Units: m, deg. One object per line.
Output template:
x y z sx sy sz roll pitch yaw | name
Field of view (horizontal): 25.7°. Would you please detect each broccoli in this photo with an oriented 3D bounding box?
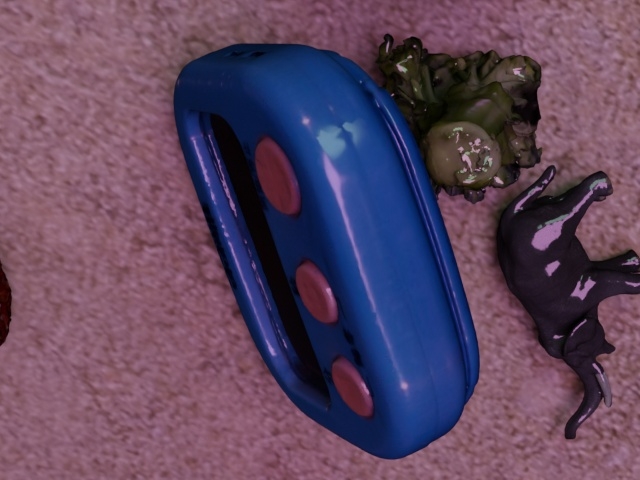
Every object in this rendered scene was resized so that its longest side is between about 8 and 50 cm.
0.114 -0.086 1.163 0.164 0.304 0.146 10 100 3 | broccoli

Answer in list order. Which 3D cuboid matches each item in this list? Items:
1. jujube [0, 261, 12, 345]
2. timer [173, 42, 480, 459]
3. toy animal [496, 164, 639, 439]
-0.318 0.027 1.206 0.104 0.104 0.166 -30 119 -4 | jujube
0.000 0.000 1.150 0.115 0.309 0.340 -25 107 -20 | timer
0.253 0.051 1.336 0.137 0.082 0.270 -24 110 -3 | toy animal
